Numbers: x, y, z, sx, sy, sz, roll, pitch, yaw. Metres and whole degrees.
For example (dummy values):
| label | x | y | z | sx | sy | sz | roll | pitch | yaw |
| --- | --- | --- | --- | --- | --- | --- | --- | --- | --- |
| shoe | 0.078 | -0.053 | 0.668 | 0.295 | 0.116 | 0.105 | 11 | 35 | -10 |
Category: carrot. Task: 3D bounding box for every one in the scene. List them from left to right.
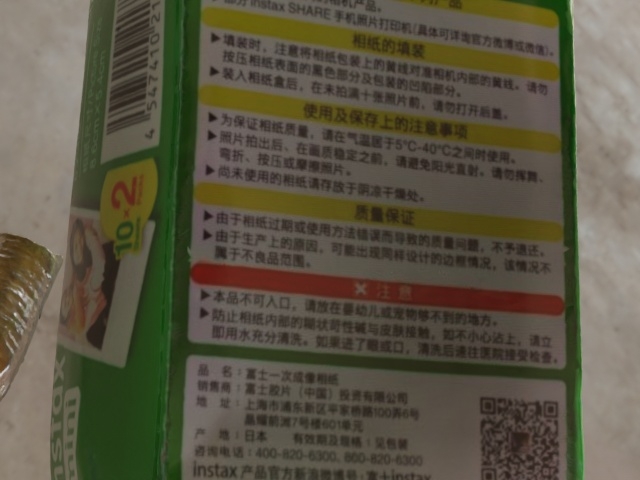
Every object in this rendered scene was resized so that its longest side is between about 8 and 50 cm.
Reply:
| label | x | y | z | sx | sy | sz | roll | pitch | yaw |
| --- | --- | --- | --- | --- | --- | --- | --- | --- | --- |
| carrot | -0.266 | 0.061 | 1.220 | 0.082 | 0.082 | 0.173 | 32 | 47 | -20 |

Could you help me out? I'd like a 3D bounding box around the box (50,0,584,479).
| label | x | y | z | sx | sy | sz | roll | pitch | yaw |
| --- | --- | --- | --- | --- | --- | --- | --- | --- | --- |
| box | 0.000 | 0.000 | 0.560 | 0.180 | 0.103 | 0.250 | 7 | 77 | -21 |
